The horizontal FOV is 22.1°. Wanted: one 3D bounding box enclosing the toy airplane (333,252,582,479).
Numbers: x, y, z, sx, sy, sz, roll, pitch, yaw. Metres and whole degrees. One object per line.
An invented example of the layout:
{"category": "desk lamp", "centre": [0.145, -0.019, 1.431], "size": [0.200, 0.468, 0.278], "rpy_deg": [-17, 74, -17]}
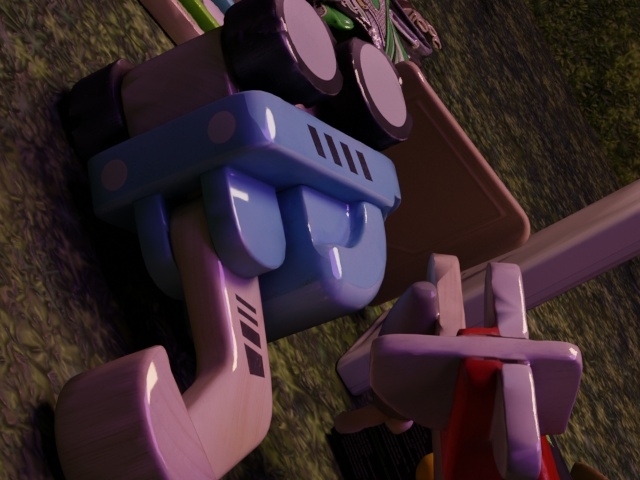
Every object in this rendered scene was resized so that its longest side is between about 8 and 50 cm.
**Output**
{"category": "toy airplane", "centre": [0.094, 0.203, 1.253], "size": [0.386, 0.272, 0.384], "rpy_deg": [-5, 83, -77]}

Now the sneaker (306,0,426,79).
{"category": "sneaker", "centre": [0.026, -0.304, 2.101], "size": [0.146, 0.134, 0.343], "rpy_deg": [15, 47, -60]}

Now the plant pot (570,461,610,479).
{"category": "plant pot", "centre": [0.387, 0.374, 2.036], "size": [0.236, 0.032, 0.236], "rpy_deg": [48, -9, 10]}

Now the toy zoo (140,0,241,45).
{"category": "toy zoo", "centre": [-0.148, -0.304, 1.822], "size": [0.192, 0.030, 0.293], "rpy_deg": [50, 21, -26]}

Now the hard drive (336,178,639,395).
{"category": "hard drive", "centre": [0.200, 0.040, 1.699], "size": [0.047, 0.353, 0.233], "rpy_deg": [60, 19, -2]}

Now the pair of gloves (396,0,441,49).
{"category": "pair of gloves", "centre": [0.088, -0.387, 2.457], "size": [0.240, 0.042, 0.204], "rpy_deg": [50, 3, -37]}

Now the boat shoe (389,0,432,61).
{"category": "boat shoe", "centre": [0.051, -0.369, 2.298], "size": [0.301, 0.102, 0.108], "rpy_deg": [57, 19, -8]}

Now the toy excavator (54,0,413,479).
{"category": "toy excavator", "centre": [-0.066, 0.024, 1.331], "size": [0.433, 0.222, 0.445], "rpy_deg": [22, 51, -59]}

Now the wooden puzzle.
{"category": "wooden puzzle", "centre": [0.072, -0.058, 1.726], "size": [0.238, 0.221, 0.044], "rpy_deg": [53, 32, -22]}

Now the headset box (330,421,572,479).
{"category": "headset box", "centre": [0.163, 0.274, 1.611], "size": [0.283, 0.131, 0.246], "rpy_deg": [20, 45, -62]}
